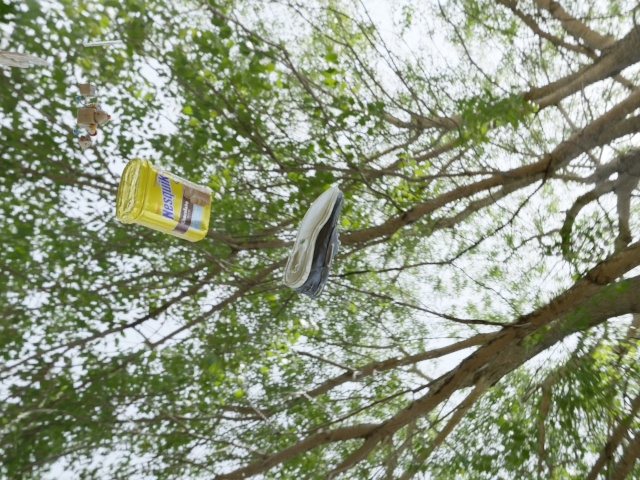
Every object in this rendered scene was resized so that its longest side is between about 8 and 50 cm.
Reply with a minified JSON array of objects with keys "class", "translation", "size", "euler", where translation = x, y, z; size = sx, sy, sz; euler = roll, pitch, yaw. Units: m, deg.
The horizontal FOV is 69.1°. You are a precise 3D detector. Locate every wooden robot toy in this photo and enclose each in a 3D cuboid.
[{"class":"wooden robot toy","translation":[-0.557,-0.309,1.161],"size":[0.079,0.076,0.173],"euler":[-5,-106,3]}]

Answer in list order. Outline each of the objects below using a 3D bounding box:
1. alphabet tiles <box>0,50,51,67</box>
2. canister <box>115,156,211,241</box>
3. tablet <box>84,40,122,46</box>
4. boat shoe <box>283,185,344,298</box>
[{"class":"alphabet tiles","translation":[-0.837,-0.455,1.142],"size":[0.278,0.284,0.021],"euler":[2,-77,-15]},{"class":"canister","translation":[-0.306,-0.076,0.928],"size":[0.073,0.170,0.126],"euler":[-14,-114,36]},{"class":"tablet","translation":[-0.567,-0.515,1.214],"size":[0.083,0.054,0.006],"euler":[-7,-60,-3]},{"class":"boat shoe","translation":[0.000,0.000,0.919],"size":[0.084,0.079,0.233],"euler":[-12,-128,50]}]
